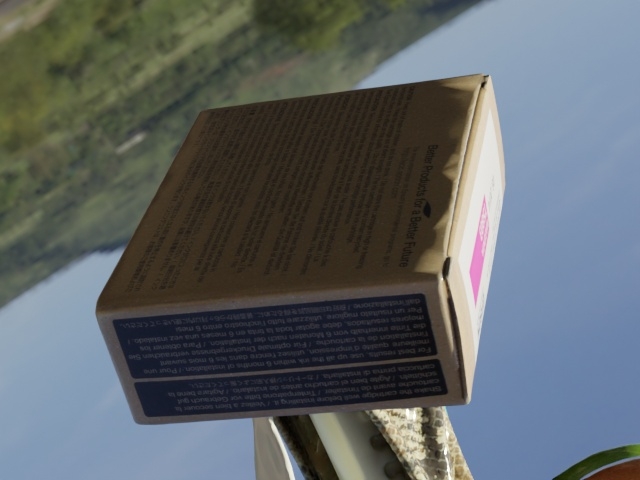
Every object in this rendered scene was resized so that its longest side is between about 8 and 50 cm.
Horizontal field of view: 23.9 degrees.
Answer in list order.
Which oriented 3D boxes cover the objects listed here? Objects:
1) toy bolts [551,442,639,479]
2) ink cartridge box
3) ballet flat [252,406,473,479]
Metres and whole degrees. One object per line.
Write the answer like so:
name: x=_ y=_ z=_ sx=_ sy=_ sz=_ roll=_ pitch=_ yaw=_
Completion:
toy bolts: x=0.079 y=0.201 z=0.515 sx=0.218 sy=0.228 sz=0.158 roll=-16 pitch=174 yaw=6
ink cartridge box: x=0.000 y=0.000 z=0.876 sx=0.193 sy=0.088 sz=0.234 roll=-5 pitch=-150 yaw=16
ballet flat: x=0.059 y=0.236 z=1.069 sx=0.182 sy=0.483 sz=0.164 roll=-26 pitch=177 yaw=-42
